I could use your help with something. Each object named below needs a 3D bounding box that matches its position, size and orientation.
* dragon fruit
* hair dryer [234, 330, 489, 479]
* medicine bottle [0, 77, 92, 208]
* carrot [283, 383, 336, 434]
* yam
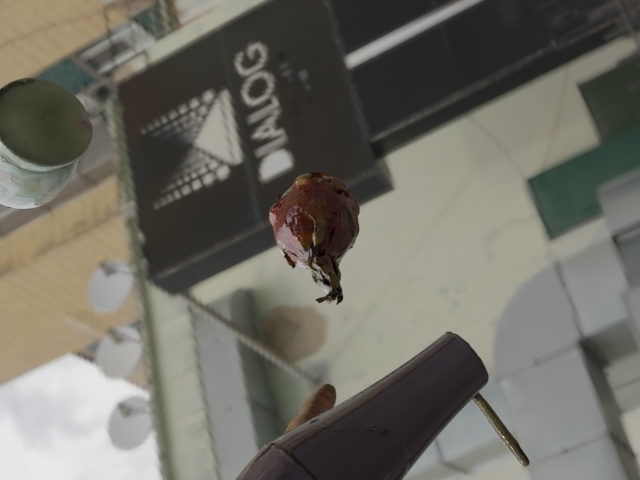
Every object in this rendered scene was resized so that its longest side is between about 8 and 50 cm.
[{"bbox_3d":[0.000,0.000,1.759,0.246,0.125,0.125,-102,-6,-45],"label":"dragon fruit"},{"bbox_3d":[0.090,0.218,1.049,0.361,0.301,0.121,18,142,58],"label":"hair dryer"},{"bbox_3d":[-0.404,-0.135,1.765,0.147,0.143,0.147,14,-123,-23],"label":"medicine bottle"},{"bbox_3d":[-0.013,0.254,1.751,0.061,0.061,0.209,60,-156,-13],"label":"carrot"},{"bbox_3d":[0.187,0.195,1.349,0.107,0.014,0.014,53,-166,19],"label":"yam"}]
